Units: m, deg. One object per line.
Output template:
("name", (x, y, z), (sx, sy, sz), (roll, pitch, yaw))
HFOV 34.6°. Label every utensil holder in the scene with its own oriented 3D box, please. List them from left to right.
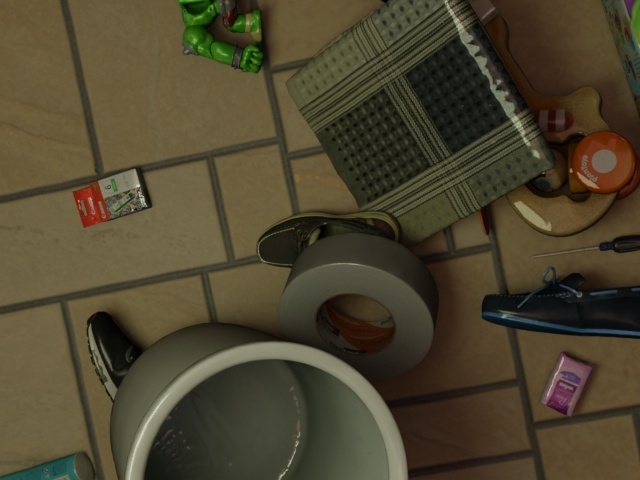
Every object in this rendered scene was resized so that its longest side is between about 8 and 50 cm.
("utensil holder", (-0.104, 0.270, 1.329), (0.327, 0.385, 0.328), (0, 92, -15))

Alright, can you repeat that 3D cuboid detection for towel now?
("towel", (0.130, -0.169, 1.414), (0.324, 0.056, 0.312), (-30, 92, 41))

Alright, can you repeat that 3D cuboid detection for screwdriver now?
("screwdriver", (0.385, 0.012, 1.471), (0.170, 0.025, 0.024), (-8, 92, 7))

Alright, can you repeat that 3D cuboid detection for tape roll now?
("tape roll", (0.054, 0.095, 1.441), (0.219, 0.072, 0.219), (8, 129, 9))

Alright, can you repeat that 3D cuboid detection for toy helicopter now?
("toy helicopter", (0.275, -0.164, 1.445), (0.235, 0.140, 0.355), (-31, 78, 17))

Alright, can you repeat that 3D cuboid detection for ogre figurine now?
("ogre figurine", (-0.145, -0.342, 1.489), (0.118, 0.097, 0.197), (-3, 104, -4))

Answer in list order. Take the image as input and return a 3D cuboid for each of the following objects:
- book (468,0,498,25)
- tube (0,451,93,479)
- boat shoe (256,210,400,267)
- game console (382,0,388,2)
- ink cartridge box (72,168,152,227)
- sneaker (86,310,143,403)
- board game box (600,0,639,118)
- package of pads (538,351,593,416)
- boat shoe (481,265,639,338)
("book", (0.167, -0.307, 1.453), (0.144, 0.035, 0.096), (-41, 64, 13))
("tube", (-0.453, 0.386, 1.595), (0.207, 0.052, 0.080), (-22, 85, 13))
("boat shoe", (0.001, 0.001, 1.477), (0.223, 0.073, 0.080), (-6, 99, 23))
("game console", (0.016, -0.512, 1.484), (0.361, 0.044, 0.213), (31, 95, 4))
("ink cartridge box", (-0.320, -0.063, 1.559), (0.115, 0.029, 0.063), (-17, 91, 8))
("sneaker", (-0.245, 0.220, 1.541), (0.124, 0.107, 0.283), (-26, 96, -2))
("board game box", (0.488, -0.255, 1.383), (0.142, 0.144, 0.275), (-18, 91, 8))
("package of pads", (0.354, 0.206, 1.482), (0.050, 0.032, 0.083), (23, 96, 9))
("boat shoe", (0.356, 0.088, 1.448), (0.258, 0.109, 0.089), (5, 81, -1))
